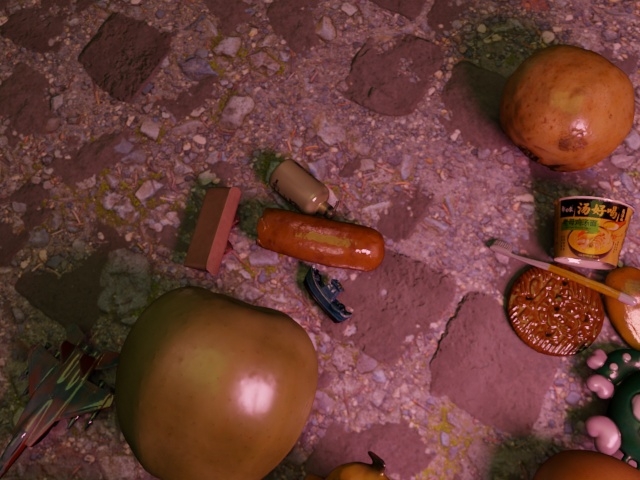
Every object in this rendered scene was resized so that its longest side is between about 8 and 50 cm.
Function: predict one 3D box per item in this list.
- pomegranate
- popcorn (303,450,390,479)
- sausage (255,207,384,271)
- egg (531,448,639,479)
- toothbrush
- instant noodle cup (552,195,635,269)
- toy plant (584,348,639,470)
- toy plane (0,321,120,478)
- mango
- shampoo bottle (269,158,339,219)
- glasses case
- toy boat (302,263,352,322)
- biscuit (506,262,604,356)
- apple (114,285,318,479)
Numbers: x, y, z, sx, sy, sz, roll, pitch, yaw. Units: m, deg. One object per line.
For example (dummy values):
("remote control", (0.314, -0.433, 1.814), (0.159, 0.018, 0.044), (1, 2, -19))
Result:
("pomegranate", (0.490, -0.265, 1.173), (0.260, 0.260, 0.261), (-2, 72, 5))
("popcorn", (0.067, 0.486, 0.953), (0.297, 0.315, 0.281), (16, 94, 38))
("sausage", (0.001, -0.002, 1.208), (0.270, 0.109, 0.109), (12, 74, 7))
("egg", (0.470, 0.491, 0.923), (0.250, 0.250, 0.323), (-31, 63, -4))
("toothbrush", (0.473, 0.060, 1.149), (0.288, 0.021, 0.024), (25, 64, 26))
("instant noodle cup", (0.526, -0.013, 1.140), (0.151, 0.151, 0.122), (9, 80, 9))
("toy plant", (0.593, 0.307, 1.042), (0.232, 0.113, 0.244), (8, 68, 7))
("toy plane", (-0.539, 0.334, 1.157), (0.222, 0.104, 0.327), (28, 81, 15))
("mango", (0.607, 0.130, 1.126), (0.101, 0.066, 0.188), (-11, 80, 3))
("shampoo bottle", (-0.031, -0.102, 1.256), (0.162, 0.079, 0.079), (41, 80, 16))
("glasses case", (-0.232, -0.019, 1.265), (0.102, 0.070, 0.194), (4, 72, 36))
("toy boat", (0.017, 0.106, 1.193), (0.061, 0.060, 0.137), (-45, 66, 11))
("biscuit", (0.465, 0.136, 1.155), (0.187, 0.027, 0.188), (-1, 72, 5))
("apple", (-0.183, 0.255, 1.022), (0.356, 0.357, 0.358), (-2, 72, 5))
